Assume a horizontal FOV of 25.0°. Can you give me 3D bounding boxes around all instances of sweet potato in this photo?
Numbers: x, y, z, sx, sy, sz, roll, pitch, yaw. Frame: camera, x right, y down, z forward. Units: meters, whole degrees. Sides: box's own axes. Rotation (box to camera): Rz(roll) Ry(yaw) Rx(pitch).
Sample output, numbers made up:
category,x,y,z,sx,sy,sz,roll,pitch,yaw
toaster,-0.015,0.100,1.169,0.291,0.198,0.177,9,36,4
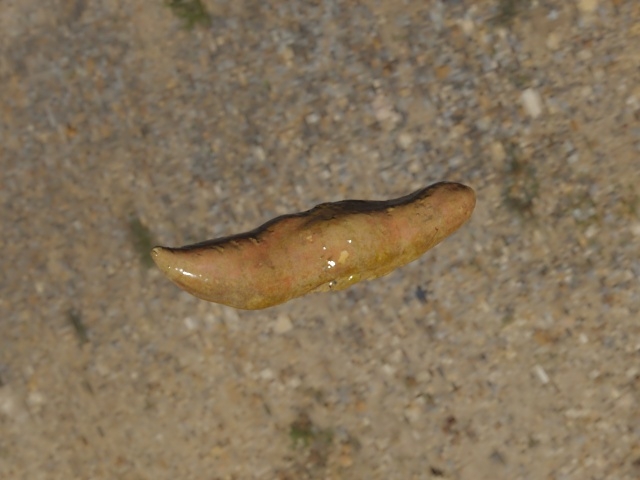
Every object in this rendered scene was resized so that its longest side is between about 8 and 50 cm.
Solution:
category,x,y,z,sx,sy,sz,roll,pitch,yaw
sweet potato,-0.005,0.011,1.475,0.106,0.354,0.095,98,153,-46
